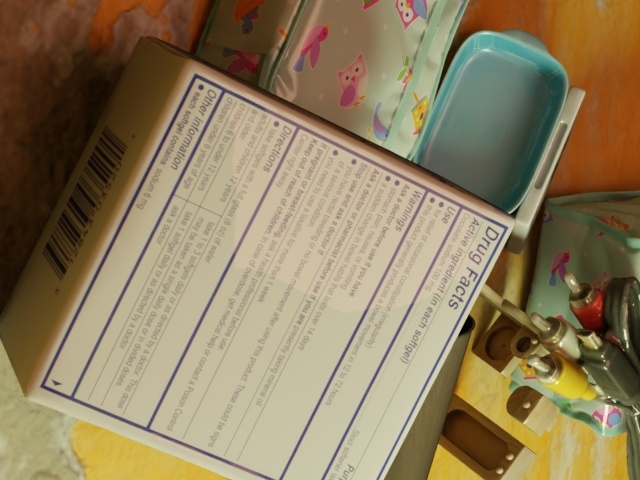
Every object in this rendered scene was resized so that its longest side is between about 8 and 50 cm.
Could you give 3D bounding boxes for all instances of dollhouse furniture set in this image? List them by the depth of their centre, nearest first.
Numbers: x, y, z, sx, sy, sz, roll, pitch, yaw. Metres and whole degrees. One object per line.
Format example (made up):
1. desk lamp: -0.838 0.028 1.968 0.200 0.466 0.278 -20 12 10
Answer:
1. dollhouse furniture set: 0.150 0.130 1.747 0.151 0.144 0.123 -53 132 -2

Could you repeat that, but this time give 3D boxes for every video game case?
1. video game case: 0.218 -0.066 1.770 0.157 0.019 0.143 74 39 -79

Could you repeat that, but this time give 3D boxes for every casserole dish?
1. casserole dish: 0.157 -0.107 1.700 0.037 0.114 0.188 113 1 -80

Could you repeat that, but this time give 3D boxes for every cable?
1. cable: 0.290 0.138 1.768 0.139 0.072 0.287 -60 137 -23

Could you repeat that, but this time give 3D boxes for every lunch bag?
1. lunch bag: 0.028 -0.195 1.513 0.224 0.108 0.279 28 82 -48
2. lunch bag: 0.340 0.064 1.898 0.262 0.160 0.223 -8 115 -46

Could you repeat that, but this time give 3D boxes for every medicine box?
1. medicine box: -0.050 0.030 1.356 0.289 0.149 0.263 25 96 -22

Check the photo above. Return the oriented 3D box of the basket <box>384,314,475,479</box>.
1. basket: 0.029 0.170 1.607 0.204 0.154 0.227 -4 108 -48
